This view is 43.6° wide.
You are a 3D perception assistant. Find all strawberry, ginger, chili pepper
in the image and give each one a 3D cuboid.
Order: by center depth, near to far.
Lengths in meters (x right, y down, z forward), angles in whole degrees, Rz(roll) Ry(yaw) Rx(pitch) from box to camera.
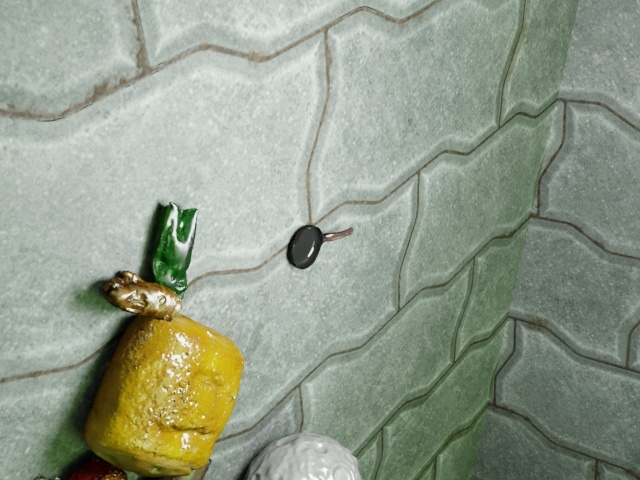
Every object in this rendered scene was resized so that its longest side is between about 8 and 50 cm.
[{"bbox_3d":[-0.346,0.102,1.517,0.162,0.103,0.073,24,82,-45],"label":"ginger"},{"bbox_3d":[-0.291,0.026,1.582,0.098,0.061,0.224,-12,123,-45],"label":"chili pepper"},{"bbox_3d":[-0.462,0.509,1.629,0.145,0.086,0.145,-40,143,-40],"label":"strawberry"}]

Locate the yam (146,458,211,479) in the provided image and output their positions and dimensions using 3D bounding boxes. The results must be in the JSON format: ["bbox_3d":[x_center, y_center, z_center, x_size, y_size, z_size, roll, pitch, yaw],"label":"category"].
[{"bbox_3d":[-0.360,0.601,1.818,0.279,0.131,0.131,-63,149,-10],"label":"yam"}]

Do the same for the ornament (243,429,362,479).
[{"bbox_3d":[-0.055,0.676,2.137,0.337,0.337,0.337,-35,137,-40],"label":"ornament"}]

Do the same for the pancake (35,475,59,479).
[{"bbox_3d":[-0.562,0.510,1.546,0.129,0.023,0.116,-11,120,-48],"label":"pancake"}]

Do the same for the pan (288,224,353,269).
[{"bbox_3d":[-0.002,-0.001,2.009,0.212,0.040,0.114,-24,129,-38],"label":"pan"}]

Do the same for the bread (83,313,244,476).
[{"bbox_3d":[-0.307,0.325,1.652,0.328,0.148,0.337,45,65,-57],"label":"bread"}]
